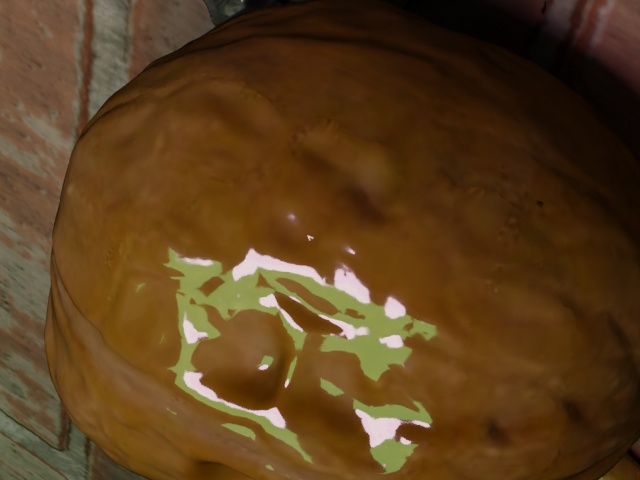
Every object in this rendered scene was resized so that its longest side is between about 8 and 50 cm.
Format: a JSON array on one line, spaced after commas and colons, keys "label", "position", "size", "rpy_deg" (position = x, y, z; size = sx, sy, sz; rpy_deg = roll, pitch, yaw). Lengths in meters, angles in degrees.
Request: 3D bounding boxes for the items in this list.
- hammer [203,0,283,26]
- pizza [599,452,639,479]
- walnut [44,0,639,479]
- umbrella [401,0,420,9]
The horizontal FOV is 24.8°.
[{"label": "hammer", "position": [-0.080, -0.198, 1.008], "size": [0.226, 0.041, 0.158], "rpy_deg": [49, 142, -9]}, {"label": "pizza", "position": [0.221, 0.224, 1.150], "size": [0.271, 0.056, 0.134], "rpy_deg": [43, 141, -4]}, {"label": "walnut", "position": [0.024, 0.036, 0.916], "size": [0.397, 0.308, 0.354], "rpy_deg": [16, 140, 9]}, {"label": "umbrella", "position": [0.083, -0.172, 0.911], "size": [0.022, 0.013, 0.122], "rpy_deg": [52, 145, 6]}]
